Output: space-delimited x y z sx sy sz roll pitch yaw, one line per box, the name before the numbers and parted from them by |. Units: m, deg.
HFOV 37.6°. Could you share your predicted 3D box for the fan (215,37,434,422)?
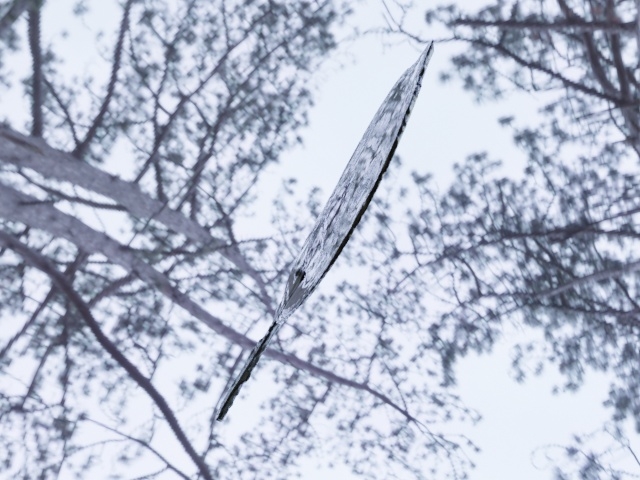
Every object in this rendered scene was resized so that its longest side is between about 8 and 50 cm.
fan | 0.001 0.001 0.700 0.011 0.229 0.335 29 -73 -6
